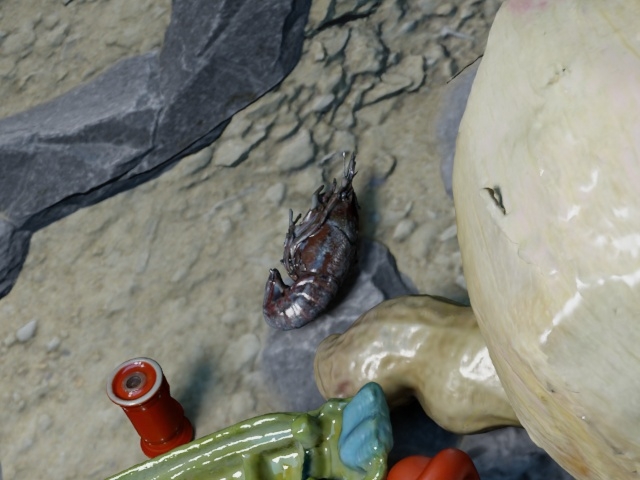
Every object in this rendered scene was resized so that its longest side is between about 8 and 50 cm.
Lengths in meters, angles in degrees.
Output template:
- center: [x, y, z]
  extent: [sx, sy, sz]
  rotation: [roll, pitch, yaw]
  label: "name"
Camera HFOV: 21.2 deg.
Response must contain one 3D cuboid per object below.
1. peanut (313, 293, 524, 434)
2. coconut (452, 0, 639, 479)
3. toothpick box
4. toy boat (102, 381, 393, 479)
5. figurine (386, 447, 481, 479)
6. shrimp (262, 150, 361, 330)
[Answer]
- center: [0.096, 0.090, 1.254]
  extent: [0.227, 0.085, 0.104]
  rotation: [5, 72, 32]
  label: "peanut"
- center: [0.274, 0.012, 1.024]
  extent: [0.404, 0.404, 0.405]
  rotation: [-14, 54, 19]
  label: "coconut"
- center: [-0.133, 0.134, 1.344]
  extent: [0.047, 0.083, 0.047]
  rotation: [-10, 48, 11]
  label: "toothpick box"
- center: [-0.058, 0.195, 1.266]
  extent: [0.276, 0.084, 0.111]
  rotation: [-24, 51, 18]
  label: "toy boat"
- center: [0.098, 0.252, 1.085]
  extent: [0.257, 0.181, 0.208]
  rotation: [21, 84, 41]
  label: "figurine"
- center: [0.000, 0.000, 1.385]
  extent: [0.065, 0.056, 0.165]
  rotation: [-2, 55, 34]
  label: "shrimp"
